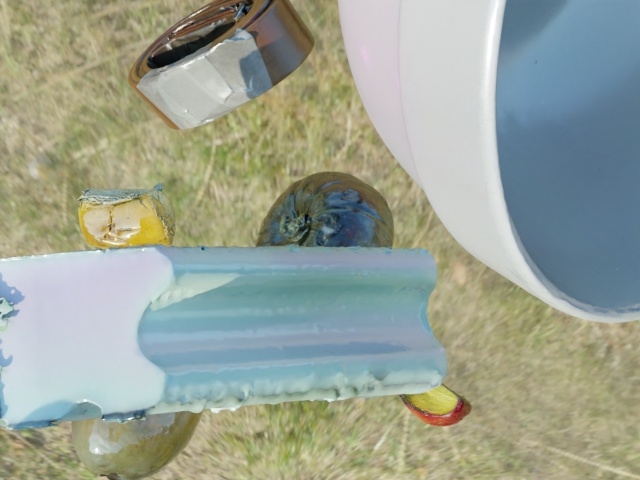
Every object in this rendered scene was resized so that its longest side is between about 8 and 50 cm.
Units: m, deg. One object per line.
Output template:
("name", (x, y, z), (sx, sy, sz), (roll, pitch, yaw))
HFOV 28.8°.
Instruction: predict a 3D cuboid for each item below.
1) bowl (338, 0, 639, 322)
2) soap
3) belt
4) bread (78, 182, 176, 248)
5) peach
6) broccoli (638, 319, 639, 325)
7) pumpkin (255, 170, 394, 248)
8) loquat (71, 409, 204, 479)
("bowl", (0.114, -0.126, 0.498), (0.287, 0.287, 0.144), (-49, 49, -10))
("soap", (-0.122, 0.090, 1.194), (0.446, 0.261, 0.156), (0, 83, -41))
("belt", (-0.137, -0.239, 1.635), (0.105, 0.261, 0.184), (52, 47, -29))
("bread", (-0.212, -0.021, 1.371), (0.106, 0.053, 0.072), (2, 121, 18))
("peach", (0.115, 0.166, 1.331), (0.083, 0.077, 0.050), (40, 89, -20))
("broccoli", (0.366, 0.007, 0.978), (0.241, 0.261, 0.269), (-16, 56, 0))
("pumpkin", (-0.001, -0.002, 1.941), (0.159, 0.238, 0.238), (41, 76, -38))
("loquat", (-0.246, 0.221, 1.690), (0.179, 0.179, 0.227), (25, 43, 4))
